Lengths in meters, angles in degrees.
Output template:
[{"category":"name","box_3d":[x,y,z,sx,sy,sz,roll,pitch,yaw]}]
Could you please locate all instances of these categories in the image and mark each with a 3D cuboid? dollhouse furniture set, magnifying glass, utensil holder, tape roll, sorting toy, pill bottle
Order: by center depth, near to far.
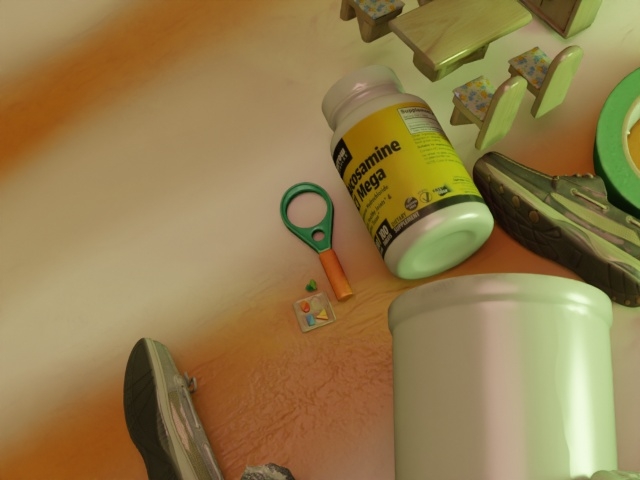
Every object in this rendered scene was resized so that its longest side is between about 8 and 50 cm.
[{"category":"utensil holder","box_3d":[0.259,0.280,1.624,0.327,0.328,0.386,-2,70,9]},{"category":"tape roll","box_3d":[0.614,-0.153,1.879,0.321,0.077,0.321,-4,67,9]},{"category":"dollhouse furniture set","box_3d":[0.301,-0.418,1.881,0.394,0.256,0.362,-29,63,-26]},{"category":"pill bottle","box_3d":[0.131,-0.118,1.883,0.187,0.188,0.334,-26,65,-2]},{"category":"sorting toy","box_3d":[-0.016,0.106,1.907,0.062,0.012,0.083,-21,66,0]},{"category":"magnifying glass","box_3d":[0.000,0.000,1.944,0.092,0.026,0.231,-23,66,-1]}]

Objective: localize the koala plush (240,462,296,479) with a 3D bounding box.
[{"category":"koala plush","box_3d":[-0.086,0.417,1.649,0.203,0.221,0.196,29,74,35]}]

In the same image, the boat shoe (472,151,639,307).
[{"category":"boat shoe","box_3d":[0.408,-0.037,1.849,0.355,0.132,0.130,38,68,13]}]

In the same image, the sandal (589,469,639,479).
[{"category":"sandal","box_3d":[0.512,0.378,1.510,0.416,0.169,0.102,15,88,-24]}]

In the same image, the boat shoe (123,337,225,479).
[{"category":"boat shoe","box_3d":[-0.229,0.302,1.816,0.118,0.103,0.320,-48,54,38]}]
